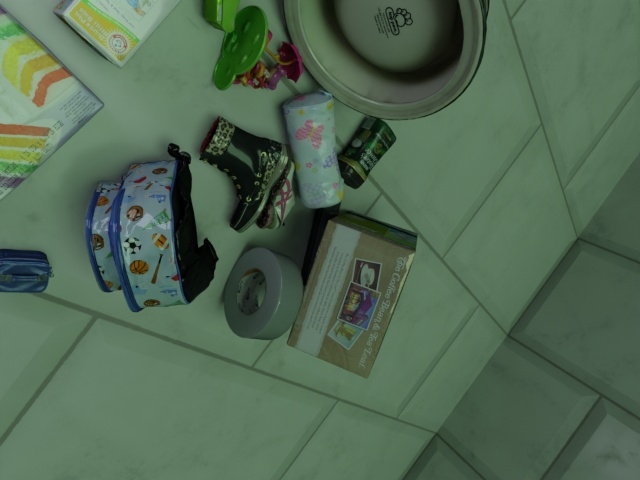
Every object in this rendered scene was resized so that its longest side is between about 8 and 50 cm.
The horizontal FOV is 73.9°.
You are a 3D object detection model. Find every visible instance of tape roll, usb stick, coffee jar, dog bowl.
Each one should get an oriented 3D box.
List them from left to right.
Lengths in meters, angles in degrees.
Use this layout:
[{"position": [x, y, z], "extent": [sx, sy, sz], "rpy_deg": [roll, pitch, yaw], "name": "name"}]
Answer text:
[{"position": [-0.143, 0.130, 1.039], "extent": [0.072, 0.219, 0.219], "rpy_deg": [20, 101, -44], "name": "tape roll"}, {"position": [0.000, 0.000, 1.201], "extent": [0.077, 0.045, 0.278], "rpy_deg": [-3, 115, -39], "name": "usb stick"}, {"position": [0.115, -0.232, 1.139], "extent": [0.184, 0.079, 0.096], "rpy_deg": [-53, 134, -1], "name": "coffee jar"}, {"position": [0.136, -0.447, 0.837], "extent": [0.150, 0.407, 0.408], "rpy_deg": [-58, 138, -28], "name": "dog bowl"}]

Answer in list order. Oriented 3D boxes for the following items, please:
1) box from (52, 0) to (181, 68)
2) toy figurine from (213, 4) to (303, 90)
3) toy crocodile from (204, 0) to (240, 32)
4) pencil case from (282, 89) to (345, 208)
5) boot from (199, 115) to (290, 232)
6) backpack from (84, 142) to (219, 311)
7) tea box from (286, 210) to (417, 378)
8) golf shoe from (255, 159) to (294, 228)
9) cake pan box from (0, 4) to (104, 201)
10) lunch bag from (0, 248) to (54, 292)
[{"position": [-0.311, -0.395, 0.683], "extent": [0.203, 0.114, 0.103], "rpy_deg": [-51, 136, -4], "name": "box"}, {"position": [-0.111, -0.362, 0.879], "extent": [0.159, 0.130, 0.173], "rpy_deg": [7, 132, -50], "name": "toy figurine"}, {"position": [-0.158, -0.542, 0.722], "extent": [0.105, 0.115, 0.341], "rpy_deg": [-12, 121, -34], "name": "toy crocodile"}, {"position": [-0.010, -0.212, 1.024], "extent": [0.124, 0.113, 0.273], "rpy_deg": [-14, 124, -5], "name": "pencil case"}, {"position": [-0.195, -0.143, 0.948], "extent": [0.178, 0.085, 0.236], "rpy_deg": [22, 111, -32], "name": "boot"}, {"position": [-0.315, -0.004, 0.798], "extent": [0.213, 0.263, 0.277], "rpy_deg": [-14, 124, -13], "name": "backpack"}, {"position": [0.099, 0.116, 1.120], "extent": [0.323, 0.219, 0.329], "rpy_deg": [-32, 141, -75], "name": "tea box"}, {"position": [-0.099, -0.114, 1.048], "extent": [0.085, 0.067, 0.186], "rpy_deg": [-1, 123, -43], "name": "golf shoe"}, {"position": [-0.526, -0.215, 0.648], "extent": [0.267, 0.070, 0.246], "rpy_deg": [-46, 131, -8], "name": "cake pan box"}, {"position": [-0.548, 0.060, 0.783], "extent": [0.098, 0.065, 0.067], "rpy_deg": [5, 111, -40], "name": "lunch bag"}]
